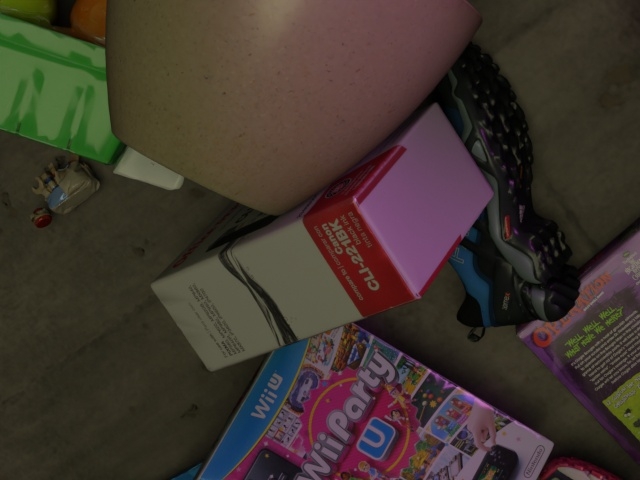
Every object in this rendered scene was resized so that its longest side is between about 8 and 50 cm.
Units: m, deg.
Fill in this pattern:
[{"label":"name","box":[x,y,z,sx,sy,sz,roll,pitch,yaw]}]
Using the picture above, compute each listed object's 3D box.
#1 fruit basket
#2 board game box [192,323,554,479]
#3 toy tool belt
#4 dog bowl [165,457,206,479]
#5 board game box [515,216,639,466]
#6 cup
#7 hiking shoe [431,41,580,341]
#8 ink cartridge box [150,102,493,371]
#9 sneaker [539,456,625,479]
[{"label":"fruit basket","box":[-0.243,-0.262,1.425,0.327,0.165,0.353,17,84,-5]},{"label":"board game box","box":[0.052,0.232,1.477,0.303,0.097,0.224,31,77,-1]},{"label":"toy tool belt","box":[-0.279,-0.056,1.518,0.083,0.052,0.051,-36,66,10]},{"label":"dog bowl","box":[-0.142,0.334,1.578,0.297,0.074,0.166,-30,98,12]},{"label":"board game box","box":[0.397,0.054,1.462,0.347,0.056,0.208,-42,100,14]},{"label":"cup","box":[-0.057,-0.162,1.253,0.331,0.331,0.237,26,95,0]},{"label":"hiking shoe","box":[0.149,-0.050,1.433,0.132,0.113,0.304,-18,91,31]},{"label":"ink cartridge box","box":[0.000,0.000,1.363,0.272,0.197,0.114,-23,107,39]},{"label":"sneaker","box":[0.340,0.342,1.482,0.299,0.121,0.112,45,92,2]}]
